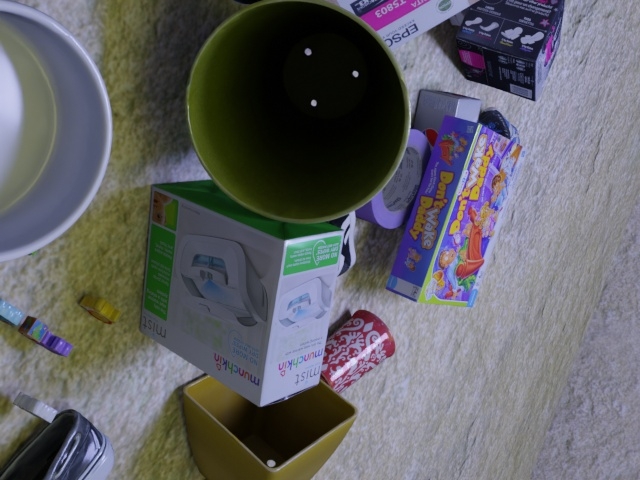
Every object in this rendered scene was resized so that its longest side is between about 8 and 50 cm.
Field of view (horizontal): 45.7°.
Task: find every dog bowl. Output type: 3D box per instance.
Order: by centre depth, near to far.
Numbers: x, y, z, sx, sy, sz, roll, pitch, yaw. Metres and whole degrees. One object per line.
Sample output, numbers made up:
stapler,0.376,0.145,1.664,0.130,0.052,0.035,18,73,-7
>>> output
dog bowl,-0.354,-0.115,0.779,0.265,0.104,0.265,-24,123,-43

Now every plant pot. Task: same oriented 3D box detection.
plant pot,-0.008,-0.200,1.042,0.293,0.275,0.275,-68,164,-67
plant pot,-0.098,0.335,1.276,0.212,0.212,0.187,-22,136,-45

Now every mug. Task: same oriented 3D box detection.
mug,0.053,0.242,1.489,0.169,0.113,0.150,-35,131,-33

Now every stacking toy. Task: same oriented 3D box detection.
stacking toy,-0.364,0.102,0.932,0.221,0.052,0.167,52,56,-42

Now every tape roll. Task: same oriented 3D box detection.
tape roll,0.122,-0.123,1.416,0.189,0.080,0.189,-27,127,-43

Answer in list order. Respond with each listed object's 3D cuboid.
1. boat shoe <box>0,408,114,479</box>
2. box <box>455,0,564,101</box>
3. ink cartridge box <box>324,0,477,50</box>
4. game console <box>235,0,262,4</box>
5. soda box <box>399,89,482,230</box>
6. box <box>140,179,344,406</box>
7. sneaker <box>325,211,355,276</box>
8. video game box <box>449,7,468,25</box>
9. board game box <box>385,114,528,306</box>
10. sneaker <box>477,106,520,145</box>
boat shoe,-0.411,0.356,0.966,0.335,0.121,0.119,-54,135,-37
box,0.373,-0.390,1.474,0.142,0.163,0.247,-68,163,0
ink cartridge box,0.109,-0.398,1.150,0.234,0.088,0.193,-29,141,12
game console,-0.065,-0.461,0.937,0.293,0.250,0.173,-37,160,-36
soda box,0.235,-0.154,1.534,0.098,0.091,0.286,-9,115,-50
box,-0.115,0.061,1.051,0.127,0.262,0.231,-10,116,-49
sneaker,0.000,0.000,1.320,0.121,0.079,0.217,-44,139,-32
video game box,0.274,-0.540,1.427,0.187,0.048,0.205,34,80,-56
board game box,0.272,-0.047,1.492,0.233,0.078,0.347,9,101,-52
sneaker,0.408,-0.240,1.741,0.211,0.080,0.081,52,44,-51
